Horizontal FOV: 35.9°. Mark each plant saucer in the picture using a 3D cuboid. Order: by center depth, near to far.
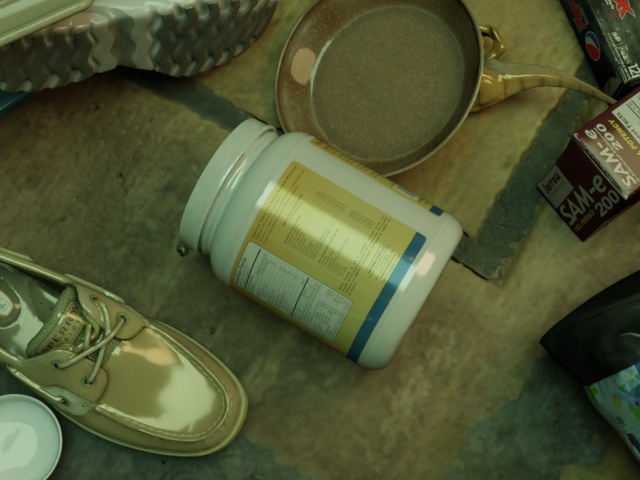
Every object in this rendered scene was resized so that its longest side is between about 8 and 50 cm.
[{"bbox_3d":[0.054,-0.146,0.884,0.198,0.036,0.199,-7,74,24],"label":"plant saucer"}]

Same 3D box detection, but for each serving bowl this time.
[{"bbox_3d":[-0.253,0.171,0.817,0.083,0.027,0.083,1,73,-2],"label":"serving bowl"}]

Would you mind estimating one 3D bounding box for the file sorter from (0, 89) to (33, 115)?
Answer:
[{"bbox_3d":[-0.364,-0.181,0.879,0.118,0.104,0.170,-35,78,-10],"label":"file sorter"}]

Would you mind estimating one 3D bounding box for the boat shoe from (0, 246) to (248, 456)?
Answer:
[{"bbox_3d":[-0.201,0.085,0.807,0.302,0.098,0.109,28,75,7],"label":"boat shoe"}]

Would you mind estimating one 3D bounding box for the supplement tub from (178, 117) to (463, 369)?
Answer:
[{"bbox_3d":[0.000,0.000,0.813,0.199,0.144,0.144,30,75,8],"label":"supplement tub"}]

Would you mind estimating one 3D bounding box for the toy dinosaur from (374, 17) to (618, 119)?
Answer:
[{"bbox_3d":[0.155,-0.149,0.906,0.211,0.064,0.112,-11,80,15],"label":"toy dinosaur"}]

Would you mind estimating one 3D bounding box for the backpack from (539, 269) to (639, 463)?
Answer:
[{"bbox_3d":[0.393,0.155,0.743,0.290,0.273,0.355,-25,88,-15],"label":"backpack"}]

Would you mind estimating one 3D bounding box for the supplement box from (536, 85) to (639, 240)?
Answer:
[{"bbox_3d":[0.314,-0.108,0.859,0.239,0.130,0.073,-35,78,-10],"label":"supplement box"}]

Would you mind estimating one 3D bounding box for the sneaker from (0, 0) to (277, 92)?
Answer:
[{"bbox_3d":[-0.166,-0.212,0.858,0.281,0.105,0.115,-12,64,-33],"label":"sneaker"}]

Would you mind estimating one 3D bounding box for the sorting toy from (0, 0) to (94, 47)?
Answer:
[{"bbox_3d":[-0.293,-0.225,0.752,0.347,0.047,0.196,-26,89,-7],"label":"sorting toy"}]

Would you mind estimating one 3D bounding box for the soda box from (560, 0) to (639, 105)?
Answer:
[{"bbox_3d":[0.271,-0.217,0.930,0.060,0.053,0.169,-17,75,-7],"label":"soda box"}]
